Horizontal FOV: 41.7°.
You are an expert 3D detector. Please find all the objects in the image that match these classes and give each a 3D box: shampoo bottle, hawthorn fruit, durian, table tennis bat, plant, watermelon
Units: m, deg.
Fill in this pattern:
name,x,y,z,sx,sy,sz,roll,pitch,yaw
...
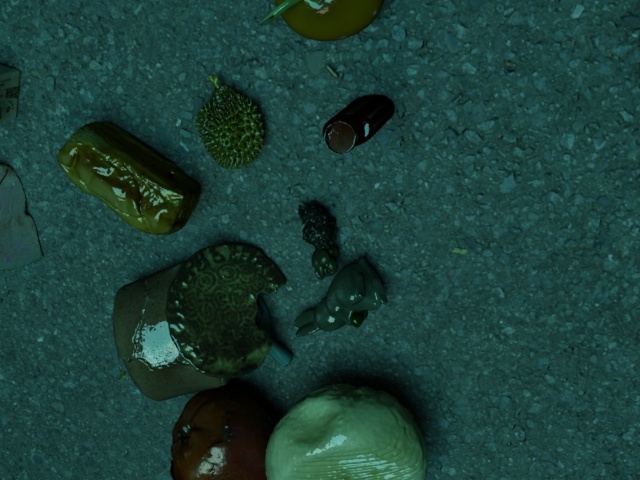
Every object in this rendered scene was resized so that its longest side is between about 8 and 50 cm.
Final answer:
name,x,y,z,sx,sy,sz,roll,pitch,yaw
shampoo bottle,0.068,-0.221,1.582,0.102,0.260,0.064,-7,107,18
hawthorn fruit,-0.198,0.498,1.944,0.307,0.276,0.276,40,117,-22
durian,-0.193,-0.245,1.742,0.147,0.102,0.208,-8,103,25
table tennis bat,-0.152,0.206,1.890,0.237,0.149,0.038,44,147,-23
plant,0.000,0.000,1.791,0.085,0.087,0.174,-1,107,48
watermelon,-0.867,-0.070,1.987,0.222,0.319,0.292,12,110,50

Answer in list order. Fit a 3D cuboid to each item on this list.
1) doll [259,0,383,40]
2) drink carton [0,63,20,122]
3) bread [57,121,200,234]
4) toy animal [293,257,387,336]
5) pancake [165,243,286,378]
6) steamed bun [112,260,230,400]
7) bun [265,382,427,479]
name,x,y,z,sx,sy,sz,roll,pitch,yaw
doll,0.008,-0.455,1.526,0.214,0.236,0.213,7,118,13
drink carton,-0.860,-0.349,1.847,0.325,0.194,0.132,19,116,9
bread,-0.411,-0.133,1.809,0.294,0.167,0.132,32,115,3
toy animal,0.044,0.139,1.827,0.108,0.138,0.236,11,148,-31
pancake,-0.198,0.148,1.827,0.288,0.286,0.033,63,156,2
steamed bun,-0.338,0.220,1.901,0.252,0.199,0.301,-14,104,21
bun,0.055,0.461,1.855,0.349,0.227,0.352,-3,125,1
